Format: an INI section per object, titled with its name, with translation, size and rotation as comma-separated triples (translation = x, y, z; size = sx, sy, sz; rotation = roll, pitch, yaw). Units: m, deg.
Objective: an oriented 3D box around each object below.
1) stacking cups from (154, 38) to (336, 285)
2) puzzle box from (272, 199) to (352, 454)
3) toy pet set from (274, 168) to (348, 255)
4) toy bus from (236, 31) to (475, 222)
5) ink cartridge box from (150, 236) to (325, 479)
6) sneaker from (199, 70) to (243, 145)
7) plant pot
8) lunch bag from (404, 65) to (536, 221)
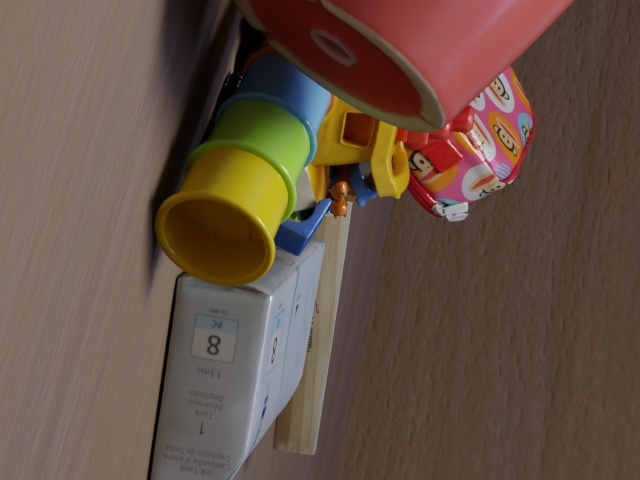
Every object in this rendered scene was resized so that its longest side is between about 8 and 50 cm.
[stacking cups]
translation = -0.041, -0.106, 1.564
size = 0.096, 0.096, 0.316
rotation = 94, 12, -45
[puzzle box]
translation = 0.000, 0.000, 2.202
size = 0.272, 0.052, 0.408
rotation = -83, -179, -54
[toy pet set]
translation = -0.023, -0.012, 1.679
size = 0.114, 0.122, 0.065
rotation = 117, -43, -65
[toy bus]
translation = 0.031, -0.104, 1.789
size = 0.149, 0.211, 0.220
rotation = -70, 170, -67
[ink cartridge box]
translation = -0.083, 0.197, 1.772
size = 0.308, 0.091, 0.385
rotation = -48, 146, -79
[sneaker]
translation = -0.065, -0.071, 1.650
size = 0.161, 0.057, 0.075
rotation = -78, 169, -49
[plant pot]
translation = 0.076, -0.232, 1.459
size = 0.243, 0.275, 0.275
rotation = -55, 169, -11
[lunch bag]
translation = 0.100, -0.172, 2.057
size = 0.293, 0.120, 0.258
rotation = 53, 26, -13
